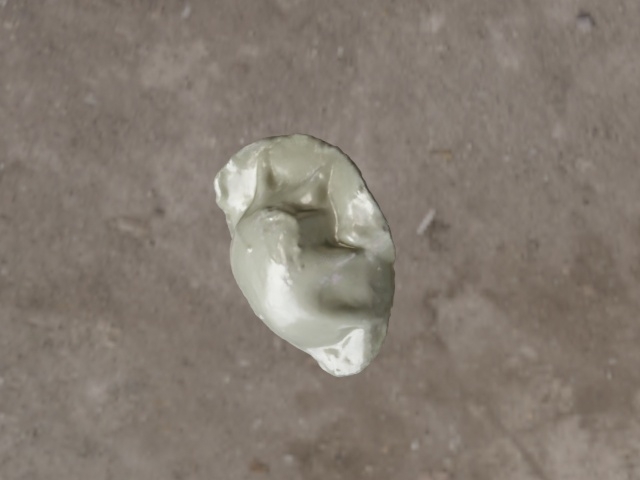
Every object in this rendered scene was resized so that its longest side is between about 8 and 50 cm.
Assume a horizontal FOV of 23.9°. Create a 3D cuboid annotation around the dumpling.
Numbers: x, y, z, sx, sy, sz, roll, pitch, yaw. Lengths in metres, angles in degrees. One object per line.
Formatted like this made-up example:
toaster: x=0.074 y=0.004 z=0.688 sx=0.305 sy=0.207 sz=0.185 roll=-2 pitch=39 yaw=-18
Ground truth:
dumpling: x=0.002 y=0.002 z=1.078 sx=0.099 sy=0.169 sz=0.134 roll=13 pitch=134 yaw=-37
